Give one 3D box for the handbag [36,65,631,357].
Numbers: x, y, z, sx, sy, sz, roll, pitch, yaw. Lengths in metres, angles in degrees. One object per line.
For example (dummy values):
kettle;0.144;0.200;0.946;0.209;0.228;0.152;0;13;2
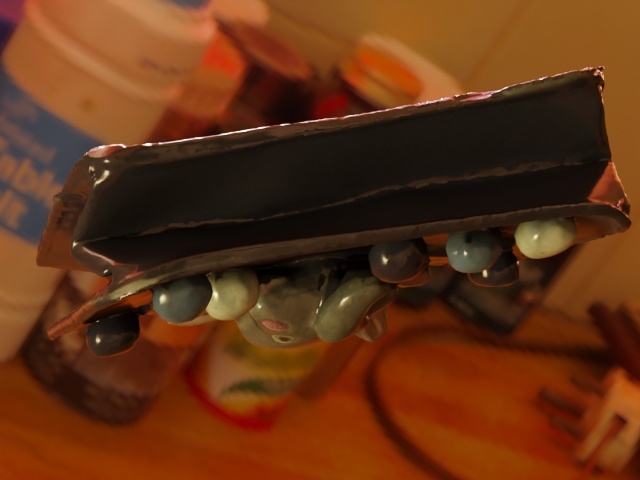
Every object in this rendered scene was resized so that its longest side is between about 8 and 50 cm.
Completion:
handbag;0.000;0.000;1.159;0.325;0.269;0.118;-8;81;-15
